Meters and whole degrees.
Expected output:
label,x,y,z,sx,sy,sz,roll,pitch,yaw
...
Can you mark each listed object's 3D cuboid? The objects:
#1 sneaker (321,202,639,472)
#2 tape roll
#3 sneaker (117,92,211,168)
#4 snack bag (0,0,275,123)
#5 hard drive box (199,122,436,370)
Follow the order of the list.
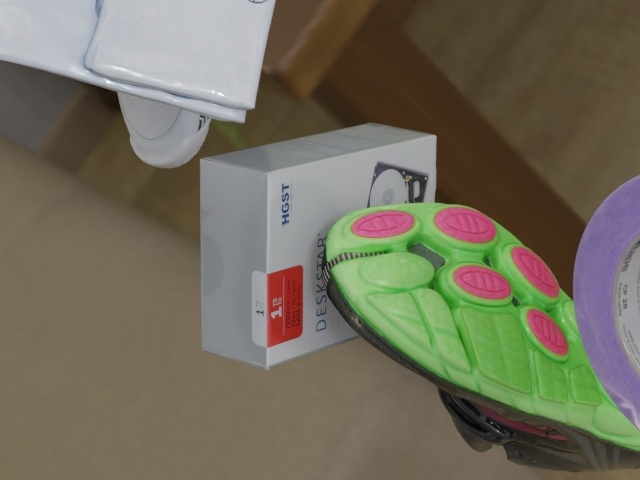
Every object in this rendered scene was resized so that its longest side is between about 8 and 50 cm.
label,x,y,z,sx,sy,sz,roll,pitch,yaw
sneaker,0.168,0.123,1.601,0.202,0.482,0.185,-30,45,36
tape roll,0.250,0.037,1.037,0.189,0.189,0.080,21,31,40
sneaker,-0.237,-0.267,2.037,0.137,0.210,0.366,-6,88,29
snack bag,-0.205,-0.312,1.776,0.037,0.342,0.323,140,143,-74
hard drive box,0.000,0.000,1.591,0.089,0.232,0.181,14,111,41
